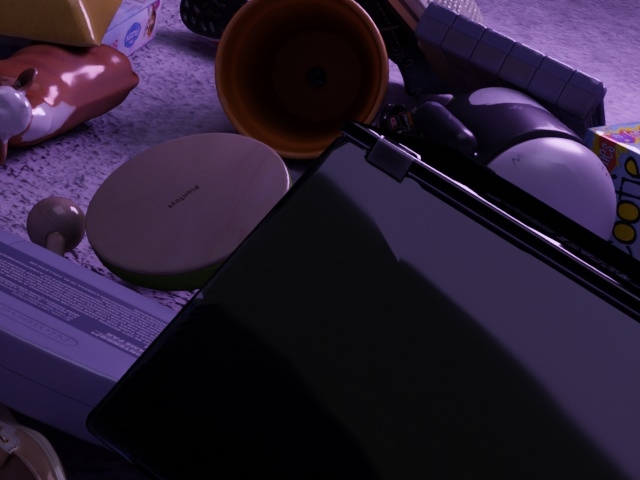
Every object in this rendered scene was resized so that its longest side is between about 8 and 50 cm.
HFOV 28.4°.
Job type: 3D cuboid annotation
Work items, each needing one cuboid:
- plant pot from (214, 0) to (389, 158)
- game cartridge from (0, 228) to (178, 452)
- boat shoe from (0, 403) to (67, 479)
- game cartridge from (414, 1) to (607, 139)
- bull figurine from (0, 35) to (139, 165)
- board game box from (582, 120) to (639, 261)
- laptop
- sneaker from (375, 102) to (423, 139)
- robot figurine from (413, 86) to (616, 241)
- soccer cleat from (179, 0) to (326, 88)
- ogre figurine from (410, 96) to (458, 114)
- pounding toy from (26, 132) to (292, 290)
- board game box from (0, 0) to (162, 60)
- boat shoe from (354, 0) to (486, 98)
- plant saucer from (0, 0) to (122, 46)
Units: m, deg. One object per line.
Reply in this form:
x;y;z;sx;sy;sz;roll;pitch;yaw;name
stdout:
-0.012;-0.206;1.566;0.205;0.205;0.188;17;7;5;plant pot
-0.189;0.067;0.911;0.297;0.062;0.198;25;16;10;game cartridge
-0.207;0.141;0.815;0.045;0.050;0.135;-13;28;-37;boat shoe
0.246;-0.189;1.573;0.230;0.068;0.355;33;2;15;game cartridge
-0.327;-0.163;1.368;0.188;0.101;0.310;18;20;20;bull figurine
0.425;-0.016;1.431;0.275;0.142;0.144;31;28;34;board game box
0.132;0.112;0.881;0.382;0.236;0.408;34;12;17;laptop
0.100;-0.117;1.553;0.072;0.077;0.178;3;26;-23;sneaker
0.203;-0.060;1.369;0.209;0.173;0.278;-3;27;-15;robot figurine
-0.055;-0.288;1.834;0.318;0.108;0.116;28;9;24;soccer cleat
0.189;-0.139;1.639;0.197;0.097;0.118;43;22;29;ogre figurine
-0.130;0.011;1.123;0.237;0.110;0.183;-19;41;-4;pounding toy
-0.411;-0.306;1.694;0.318;0.066;0.318;16;23;5;board game box
0.107;-0.320;1.726;0.156;0.187;0.500;-11;-19;19;boat shoe
-0.409;-0.323;1.505;0.333;0.081;0.333;8;19;-7;plant saucer
